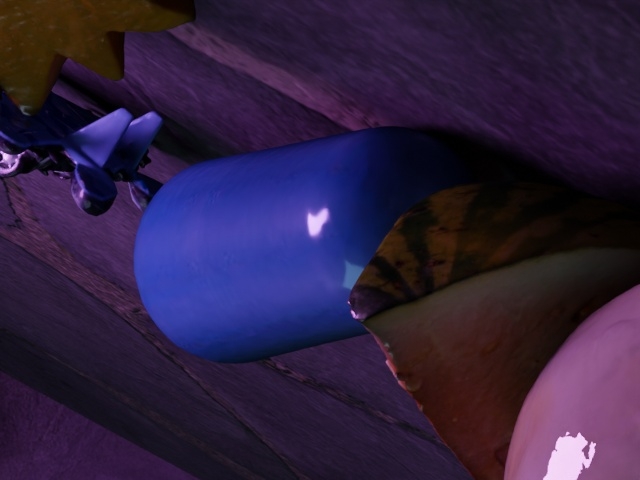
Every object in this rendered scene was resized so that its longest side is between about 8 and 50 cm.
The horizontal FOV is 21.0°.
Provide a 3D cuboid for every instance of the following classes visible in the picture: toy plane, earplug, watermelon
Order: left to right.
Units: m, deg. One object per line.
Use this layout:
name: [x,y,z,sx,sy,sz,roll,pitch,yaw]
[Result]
toy plane: [-0.210,-0.092,1.168,0.246,0.078,0.169,28,-167,21]
earplug: [0.000,0.000,0.985,0.132,0.132,0.273,36,161,-18]
watermelon: [0.125,0.042,0.878,0.303,0.159,0.128,49,-172,-47]

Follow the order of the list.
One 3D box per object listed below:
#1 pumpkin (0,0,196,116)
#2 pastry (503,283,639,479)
pumpkin: [-0.132,-0.189,0.726,0.130,0.149,0.254,-19,142,10]
pastry: [0.204,0.104,0.748,0.264,0.133,0.265,0,142,0]
